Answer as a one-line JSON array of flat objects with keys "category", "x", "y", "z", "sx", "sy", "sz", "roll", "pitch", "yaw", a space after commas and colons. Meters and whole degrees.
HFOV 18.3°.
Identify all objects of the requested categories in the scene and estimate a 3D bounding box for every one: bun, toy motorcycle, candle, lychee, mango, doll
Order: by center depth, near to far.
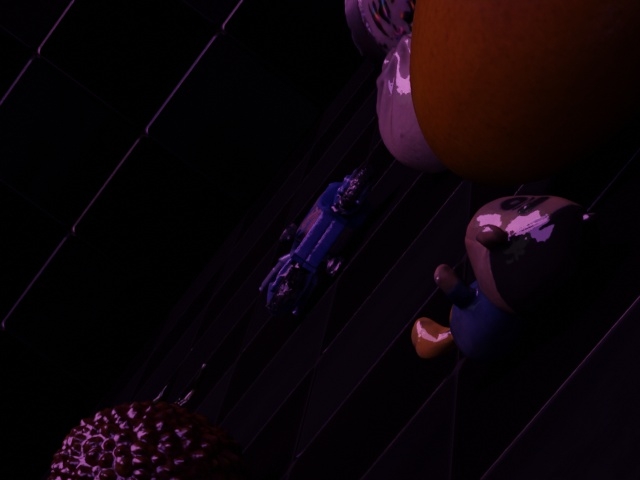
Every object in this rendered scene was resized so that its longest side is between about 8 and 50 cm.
[{"category": "doll", "x": 0.122, "y": 0.023, "z": 1.292, "sx": 0.179, "sy": 0.102, "sz": 0.089, "roll": -40, "pitch": 57, "yaw": 49}, {"category": "mango", "x": 0.181, "y": -0.191, "z": 1.416, "sx": 0.264, "sy": 0.221, "sz": 0.378, "roll": -70, "pitch": 7, "yaw": -52}, {"category": "lychee", "x": -0.159, "y": 0.229, "z": 1.779, "sx": 0.188, "sy": 0.188, "sz": 0.188, "roll": -53, "pitch": 7, "yaw": 9}, {"category": "bun", "x": 0.119, "y": -0.160, "z": 2.053, "sx": 0.173, "sy": 0.120, "sz": 0.173, "roll": -54, "pitch": 8, "yaw": 11}, {"category": "candle", "x": 0.160, "y": -0.289, "z": 2.173, "sx": 0.187, "sy": 0.187, "sz": 0.330, "roll": -57, "pitch": 10, "yaw": -24}, {"category": "toy motorcycle", "x": 0.000, "y": 0.000, "z": 2.284, "sx": 0.205, "sy": 0.076, "sz": 0.114, "roll": -56, "pitch": -2, "yaw": -2}]

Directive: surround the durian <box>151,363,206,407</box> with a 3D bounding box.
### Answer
[{"category": "durian", "x": -0.200, "y": 0.294, "z": 2.002, "sx": 0.375, "sy": 0.106, "sz": 0.132, "roll": -57, "pitch": 9, "yaw": -25}]
